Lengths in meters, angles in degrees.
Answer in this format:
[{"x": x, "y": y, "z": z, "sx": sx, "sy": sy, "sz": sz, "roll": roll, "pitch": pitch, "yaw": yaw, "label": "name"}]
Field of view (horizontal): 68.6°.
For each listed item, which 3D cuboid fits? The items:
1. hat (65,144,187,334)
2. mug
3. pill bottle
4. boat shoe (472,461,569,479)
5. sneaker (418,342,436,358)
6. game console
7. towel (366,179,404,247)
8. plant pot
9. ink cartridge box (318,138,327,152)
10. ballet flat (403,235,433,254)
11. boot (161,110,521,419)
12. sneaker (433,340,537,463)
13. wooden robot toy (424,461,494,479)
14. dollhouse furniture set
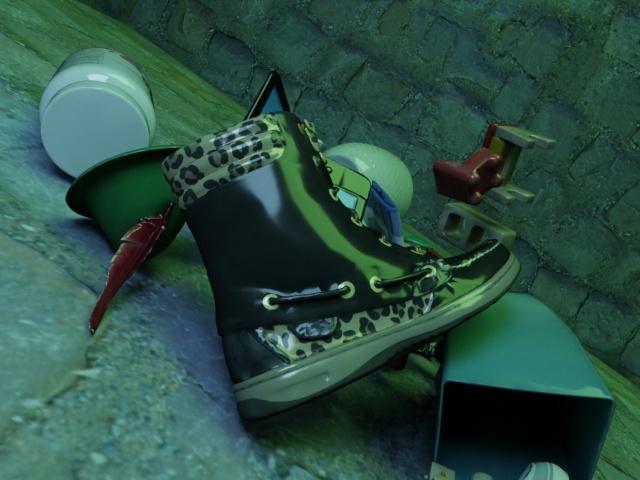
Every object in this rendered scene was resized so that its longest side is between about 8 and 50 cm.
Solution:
[{"x": -0.193, "y": 0.009, "z": 0.562, "sx": 0.208, "sy": 0.173, "sz": 0.184, "roll": -18, "pitch": 76, "yaw": -32, "label": "hat"}, {"x": 0.124, "y": -0.114, "z": 1.411, "sx": 0.328, "sy": 0.276, "sz": 0.375, "roll": -5, "pitch": 73, "yaw": -65, "label": "mug"}, {"x": -0.346, "y": -0.205, "z": 0.744, "sx": 0.160, "sy": 0.160, "sz": 0.283, "roll": 26, "pitch": 17, "yaw": -32, "label": "pill bottle"}, {"x": 0.151, "y": 0.260, "z": 0.419, "sx": 0.081, "sy": 0.079, "sz": 0.227, "roll": 35, "pitch": 37, "yaw": 29, "label": "boat shoe"}, {"x": 0.209, "y": 0.210, "z": 0.917, "sx": 0.069, "sy": 0.038, "sz": 0.098, "roll": 39, "pitch": 15, "yaw": 20, "label": "sneaker"}, {"x": -0.027, "y": -0.085, "z": 0.766, "sx": 0.250, "sy": 0.173, "sz": 0.293, "roll": 23, "pitch": 56, "yaw": -7, "label": "game console"}, {"x": 0.143, "y": 0.032, "z": 0.994, "sx": 0.034, "sy": 0.285, "sz": 0.209, "roll": -13, "pitch": 24, "yaw": -3, "label": "towel"}, {"x": 0.233, "y": 0.172, "z": 0.604, "sx": 0.165, "sy": 0.166, "sz": 0.234, "roll": 4, "pitch": 26, "yaw": 12, "label": "plant pot"}, {"x": -0.105, "y": -0.210, "z": 1.236, "sx": 0.153, "sy": 0.208, "sz": 0.087, "roll": 36, "pitch": 11, "yaw": 3, "label": "ink cartridge box"}, {"x": 0.291, "y": 0.048, "z": 1.502, "sx": 0.123, "sy": 0.123, "sz": 0.348, "roll": 38, "pitch": 11, "yaw": 11, "label": "ballet flat"}, {"x": 0.032, "y": -0.008, "z": 0.533, "sx": 0.284, "sy": 0.377, "sz": 0.138, "roll": 64, "pitch": -24, "yaw": 11, "label": "boot"}, {"x": 0.237, "y": 0.257, "z": 0.728, "sx": 0.120, "sy": 0.108, "sz": 0.302, "roll": 17, "pitch": 18, "yaw": 3, "label": "sneaker"}, {"x": 0.186, "y": 0.307, "z": 0.487, "sx": 0.173, "sy": 0.076, "sz": 0.079, "roll": 37, "pitch": 25, "yaw": 8, "label": "wooden robot toy"}, {"x": 0.183, "y": -0.003, "z": 0.739, "sx": 0.201, "sy": 0.375, "sz": 0.152, "roll": -8, "pitch": 31, "yaw": -36, "label": "dollhouse furniture set"}]
